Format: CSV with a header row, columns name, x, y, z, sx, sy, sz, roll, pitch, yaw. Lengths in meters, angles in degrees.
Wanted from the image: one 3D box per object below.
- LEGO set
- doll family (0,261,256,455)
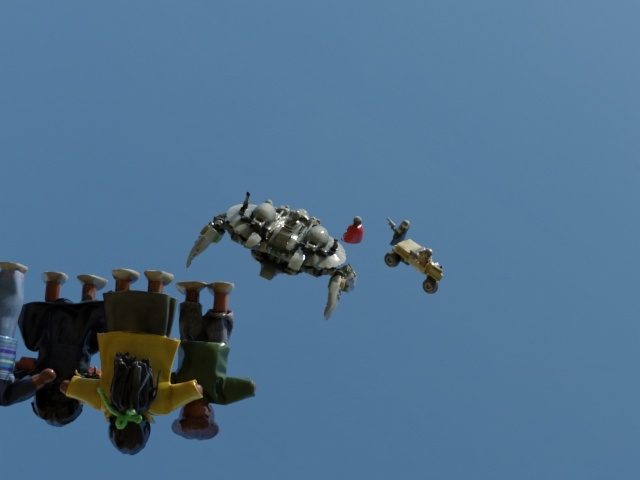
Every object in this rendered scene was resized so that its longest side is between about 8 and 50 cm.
name,x,y,z,sx,sy,sz,roll,pitch,yaw
LEGO set,0.000,-0.001,0.462,0.054,0.083,0.023,41,-53,33
doll family,-0.136,0.072,0.871,0.193,0.076,0.111,3,-100,9
